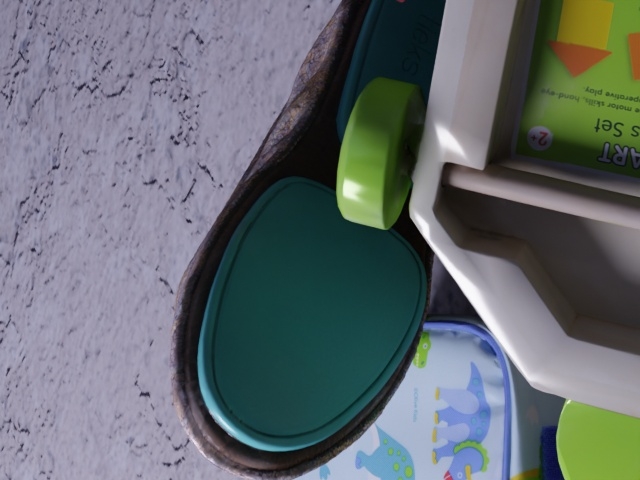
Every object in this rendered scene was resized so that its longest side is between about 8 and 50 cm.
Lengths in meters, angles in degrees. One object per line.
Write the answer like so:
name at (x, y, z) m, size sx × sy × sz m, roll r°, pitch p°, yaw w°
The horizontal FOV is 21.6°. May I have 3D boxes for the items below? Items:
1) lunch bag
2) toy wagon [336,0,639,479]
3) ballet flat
lunch bag at (0.058, 0.144, 0.783) m, size 0.176 × 0.090 × 0.219 m, roll -5°, pitch 82°, yaw 53°
toy wagon at (0.142, -0.024, 0.593) m, size 0.267 × 0.068 × 0.344 m, roll 14°, pitch 114°, yaw 13°
ballet flat at (0.000, 0.000, 0.778) m, size 0.106 × 0.107 × 0.316 m, roll -44°, pitch 14°, yaw 47°
